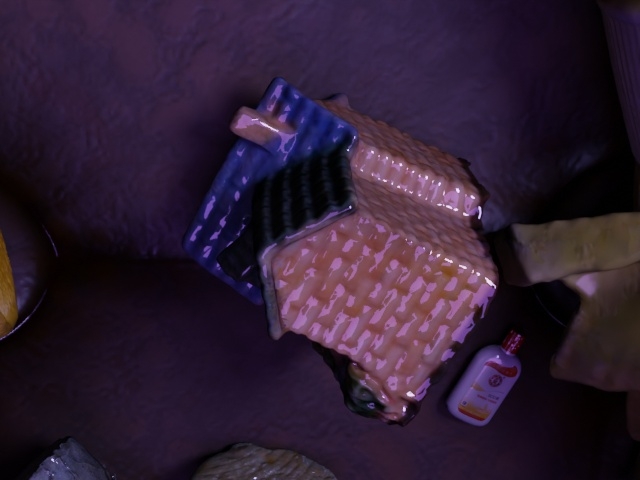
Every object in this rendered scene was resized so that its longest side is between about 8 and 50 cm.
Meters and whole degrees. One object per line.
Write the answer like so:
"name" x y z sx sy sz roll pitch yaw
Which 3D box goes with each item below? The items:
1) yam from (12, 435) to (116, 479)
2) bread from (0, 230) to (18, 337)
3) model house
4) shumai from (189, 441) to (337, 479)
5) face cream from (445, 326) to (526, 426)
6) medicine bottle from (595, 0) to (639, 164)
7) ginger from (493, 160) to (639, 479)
"yam" -0.171 0.260 0.869 0.154 0.154 0.254 -36 115 10
"bread" -0.286 -0.033 0.706 0.143 0.195 0.269 -21 117 -7
"model house" 0.000 0.000 0.750 0.172 0.183 0.166 29 107 -18
"shumai" -0.047 0.221 0.898 0.124 0.099 0.087 10 128 -7
"face cream" 0.130 0.103 0.894 0.040 0.021 0.083 24 109 -16
"medicine bottle" 0.231 -0.237 0.647 0.224 0.224 0.384 -18 114 3
"ginger" 0.257 0.122 0.731 0.211 0.413 0.358 10 124 -23
